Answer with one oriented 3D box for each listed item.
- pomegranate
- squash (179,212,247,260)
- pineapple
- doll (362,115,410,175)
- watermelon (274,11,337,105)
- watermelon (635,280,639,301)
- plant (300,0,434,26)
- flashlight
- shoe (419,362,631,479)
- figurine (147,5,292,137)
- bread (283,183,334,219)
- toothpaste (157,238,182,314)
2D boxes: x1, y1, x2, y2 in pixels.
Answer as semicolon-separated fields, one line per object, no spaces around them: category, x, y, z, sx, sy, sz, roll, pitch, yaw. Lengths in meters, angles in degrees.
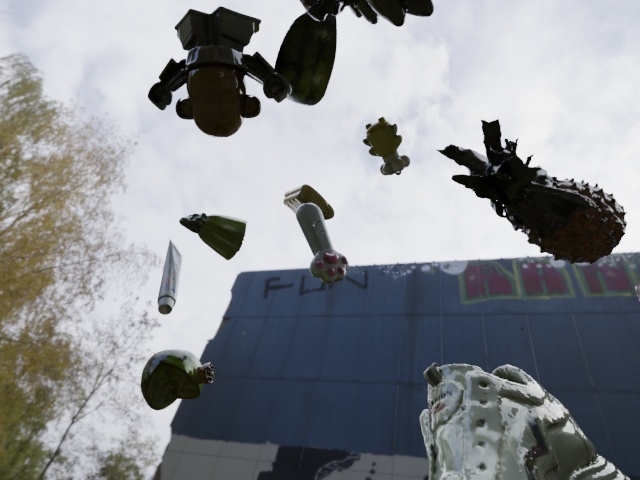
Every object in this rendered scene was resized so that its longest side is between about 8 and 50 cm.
pomegranate;-0.335;0.313;1.009;0.169;0.122;0.143;-26;-61;-3
squash;-0.244;-0.028;0.957;0.132;0.105;0.105;29;-46;-29
pineapple;0.364;-0.068;0.725;0.364;0.166;0.165;20;-43;-29
doll;0.179;-0.249;1.153;0.106;0.062;0.162;-19;-76;34
watermelon;-0.057;-0.458;1.097;0.128;0.159;0.303;-4;-34;-23
watermelon;0.478;0.082;0.420;0.302;0.151;0.264;-37;-83;27
plant;0.026;-0.245;0.313;0.194;0.129;0.132;37;-31;-4
flashlight;0.000;0.000;0.950;0.093;0.200;0.047;-7;-27;-30
shoe;0.145;0.214;0.386;0.342;0.210;0.132;2;-46;-42
figurine;-0.253;-0.396;1.045;0.342;0.167;0.285;-3;-88;27
bread;-0.041;-0.108;1.328;0.139;0.060;0.178;43;-16;-13
toothpaste;-0.297;0.069;0.853;0.033;0.218;0.052;-25;-57;3
